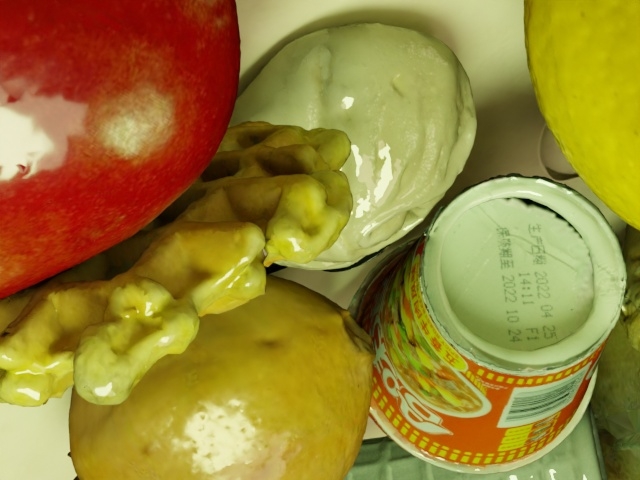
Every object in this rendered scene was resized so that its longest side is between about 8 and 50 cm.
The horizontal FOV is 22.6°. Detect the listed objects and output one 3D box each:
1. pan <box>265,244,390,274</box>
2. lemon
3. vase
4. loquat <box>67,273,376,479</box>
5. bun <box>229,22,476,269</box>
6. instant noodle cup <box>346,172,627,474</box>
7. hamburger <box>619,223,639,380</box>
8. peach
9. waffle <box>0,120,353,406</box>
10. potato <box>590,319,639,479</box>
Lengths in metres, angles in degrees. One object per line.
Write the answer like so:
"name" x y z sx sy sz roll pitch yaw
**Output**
"pan" -0.001 0.000 1.117 0.115 0.023 0.068 -16 147 -21
"lemon" 0.252 -0.124 0.934 0.293 0.293 0.293 -24 148 -16
"vase" 0.071 0.198 1.243 0.298 0.143 0.143 -11 152 11
"loquat" -0.070 0.119 1.082 0.234 0.176 0.187 -27 138 6
"bun" 0.019 -0.046 0.995 0.183 0.102 0.183 -22 145 -17
"instant noodle cup" 0.116 0.049 1.085 0.193 0.193 0.212 -27 166 -11
"hamburger" 0.333 0.042 1.058 0.265 0.285 0.134 17 118 -10
"peach" -0.146 -0.078 0.675 0.243 0.199 0.243 -9 110 -26
"waffle" -0.124 0.009 0.813 0.281 0.300 0.058 -33 111 -28
"potato" 0.275 0.109 1.315 0.307 0.210 0.173 -13 -163 45
